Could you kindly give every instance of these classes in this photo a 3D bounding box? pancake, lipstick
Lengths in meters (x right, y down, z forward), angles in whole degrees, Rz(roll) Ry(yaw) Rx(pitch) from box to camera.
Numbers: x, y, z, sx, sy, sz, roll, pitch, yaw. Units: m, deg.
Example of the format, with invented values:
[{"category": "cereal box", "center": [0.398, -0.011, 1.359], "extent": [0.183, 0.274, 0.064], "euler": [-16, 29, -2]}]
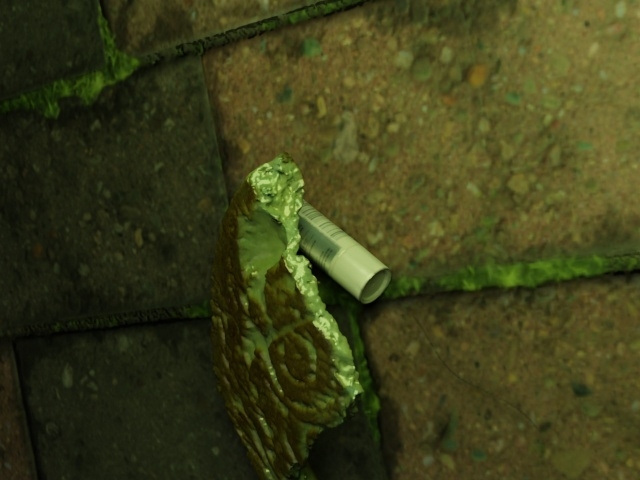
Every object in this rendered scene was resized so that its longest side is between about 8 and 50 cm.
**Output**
[{"category": "pancake", "center": [-0.023, 0.105, 1.164], "extent": [0.197, 0.054, 0.376], "euler": [24, 125, 47]}, {"category": "lipstick", "center": [0.000, 0.000, 1.162], "extent": [0.141, 0.040, 0.040], "euler": [39, 121, 27]}]
